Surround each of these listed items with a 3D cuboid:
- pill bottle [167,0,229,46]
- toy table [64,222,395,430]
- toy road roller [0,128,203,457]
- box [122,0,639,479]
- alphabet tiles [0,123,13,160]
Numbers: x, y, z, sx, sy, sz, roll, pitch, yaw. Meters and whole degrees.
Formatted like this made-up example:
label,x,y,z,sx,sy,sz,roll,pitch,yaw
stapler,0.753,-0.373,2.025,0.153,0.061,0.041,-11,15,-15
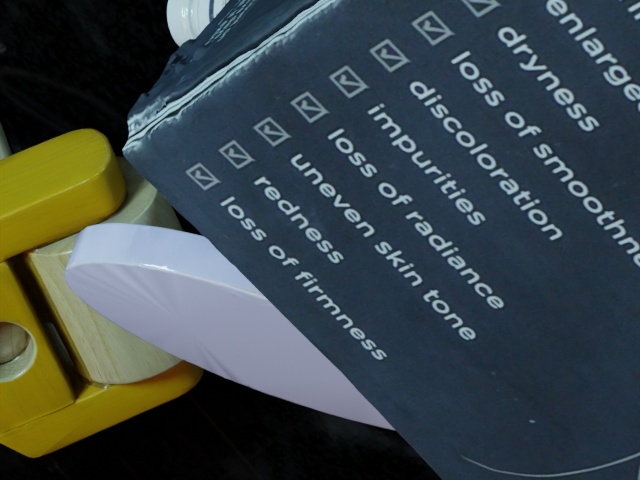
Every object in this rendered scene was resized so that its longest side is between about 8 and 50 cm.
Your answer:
label,x,y,z,sx,sy,sz,roll,pitch,yaw
pill bottle,-0.033,-0.141,1.171,0.120,0.067,0.067,4,131,34
toy table,0.000,0.000,1.167,0.274,0.161,0.252,27,157,-18
toy road roller,-0.264,0.028,1.434,0.329,0.240,0.202,-21,124,-1
box,0.254,-0.043,0.871,0.480,0.297,0.472,46,143,-13
alphabet tiles,-0.358,-0.077,1.524,0.285,0.011,0.342,10,135,28
